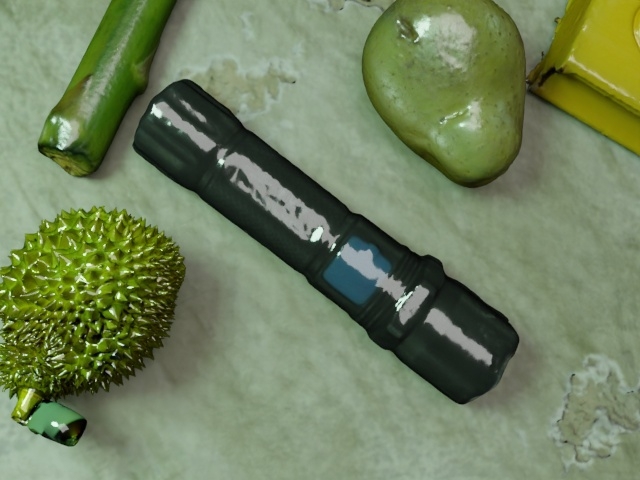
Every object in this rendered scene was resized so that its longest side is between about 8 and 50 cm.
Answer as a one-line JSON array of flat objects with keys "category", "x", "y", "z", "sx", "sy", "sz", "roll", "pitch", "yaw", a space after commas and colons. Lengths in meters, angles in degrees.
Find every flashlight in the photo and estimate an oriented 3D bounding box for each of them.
[{"category": "flashlight", "x": 0.000, "y": 0.000, "z": 0.906, "sx": 0.424, "sy": 0.103, "sz": 0.103, "roll": 37, "pitch": 76, "yaw": -2}]

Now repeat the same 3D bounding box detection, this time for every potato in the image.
[{"category": "potato", "x": 0.131, "y": -0.148, "z": 0.921, "sx": 0.157, "sy": 0.157, "sz": 0.194, "roll": -22, "pitch": 85, "yaw": -14}]

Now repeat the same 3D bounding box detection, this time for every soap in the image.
[{"category": "soap", "x": 0.404, "y": -0.176, "z": 1.006, "sx": 0.324, "sy": 0.096, "sz": 0.204, "roll": 28, "pitch": 78, "yaw": -6}]

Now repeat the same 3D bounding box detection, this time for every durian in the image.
[{"category": "durian", "x": -0.206, "y": 0.059, "z": 0.823, "sx": 0.146, "sy": 0.159, "sz": 0.198, "roll": 37, "pitch": 109, "yaw": 6}]

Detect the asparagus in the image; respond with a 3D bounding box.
[{"category": "asparagus", "x": -0.187, "y": -0.193, "z": 0.908, "sx": 0.067, "sy": 0.060, "sz": 0.278, "roll": 20, "pitch": 77, "yaw": 3}]
